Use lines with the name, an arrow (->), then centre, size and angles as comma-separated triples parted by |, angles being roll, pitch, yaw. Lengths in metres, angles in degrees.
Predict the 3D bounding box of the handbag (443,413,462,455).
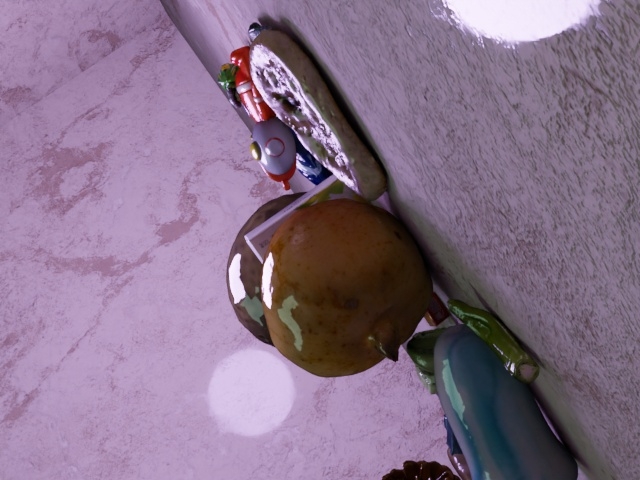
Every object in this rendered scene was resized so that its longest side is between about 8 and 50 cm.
handbag -> 0.294, 0.343, 2.058 | 0.179, 0.062, 0.229 | 156, 110, -88

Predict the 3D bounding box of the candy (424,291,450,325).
candy -> 0.232, 0.144, 1.973 | 0.062, 0.038, 0.122 | 55, 177, 5

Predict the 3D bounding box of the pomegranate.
pomegranate -> 0.054, 0.095, 1.739 | 0.342, 0.342, 0.342 | 55, 177, 4

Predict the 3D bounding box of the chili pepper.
chili pepper -> 0.262, 0.147, 1.426 | 0.202, 0.050, 0.052 | 48, 156, 52

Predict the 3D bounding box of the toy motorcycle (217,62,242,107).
toy motorcycle -> -0.200, -0.385, 2.281 | 0.106, 0.074, 0.190 | 64, -160, -18

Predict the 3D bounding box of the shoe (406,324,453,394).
shoe -> 0.245, 0.220, 1.811 | 0.262, 0.140, 0.128 | -66, -48, -87

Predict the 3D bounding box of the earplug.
earplug -> 0.280, 0.284, 1.570 | 0.324, 0.185, 0.185 | 61, 175, -17

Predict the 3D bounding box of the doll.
doll -> -0.131, -0.273, 2.166 | 0.200, 0.105, 0.337 | -137, 27, -81

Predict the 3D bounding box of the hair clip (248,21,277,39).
hair clip -> -0.099, -0.365, 1.707 | 0.066, 0.036, 0.229 | 47, -179, -25

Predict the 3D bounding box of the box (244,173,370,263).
box -> 0.000, 0.000, 1.998 | 0.194, 0.260, 0.111 | 55, 173, -9

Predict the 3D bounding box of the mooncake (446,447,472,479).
mooncake -> 0.425, 0.549, 2.166 | 0.290, 0.161, 0.290 | 54, 177, 3

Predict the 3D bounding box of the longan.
longan -> -0.032, 0.075, 2.266 | 0.391, 0.391, 0.391 | 55, 177, 4

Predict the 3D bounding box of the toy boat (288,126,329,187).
toy boat -> -0.015, -0.166, 2.355 | 0.220, 0.067, 0.291 | 53, 179, 35

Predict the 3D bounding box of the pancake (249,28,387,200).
pancake -> -0.007, -0.208, 1.638 | 0.356, 0.065, 0.356 | 49, 175, 6

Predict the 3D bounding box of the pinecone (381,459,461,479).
pinecone -> 0.229, 0.614, 2.154 | 0.264, 0.264, 0.264 | 55, 177, 4
